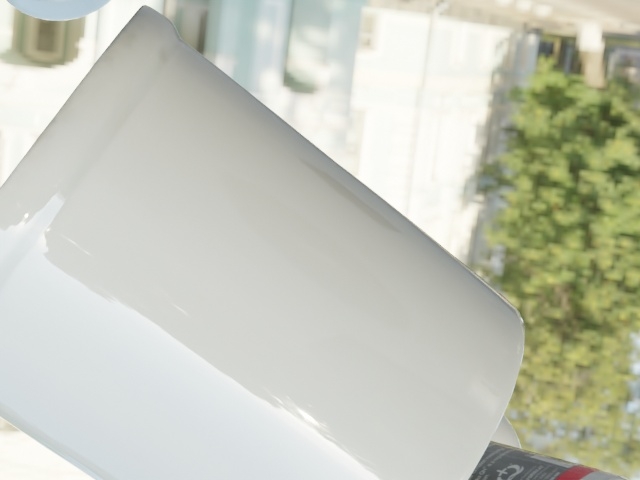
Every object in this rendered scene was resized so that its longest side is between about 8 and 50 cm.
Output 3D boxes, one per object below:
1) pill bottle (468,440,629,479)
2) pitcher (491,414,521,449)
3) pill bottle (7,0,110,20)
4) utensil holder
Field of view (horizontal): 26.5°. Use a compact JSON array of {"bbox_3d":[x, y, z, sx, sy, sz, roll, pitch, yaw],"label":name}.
[{"bbox_3d":[0.124,0.267,1.252,0.318,0.176,0.176,10,-172,39],"label":"pill bottle"},{"bbox_3d":[0.158,0.205,1.613,0.125,0.178,0.207,-17,-124,-32],"label":"pitcher"},{"bbox_3d":[-0.321,-0.445,1.556,0.229,0.229,0.408,7,151,0],"label":"pill bottle"},{"bbox_3d":[-0.080,0.058,1.067,0.385,0.328,0.327,36,-177,-11],"label":"utensil holder"}]
